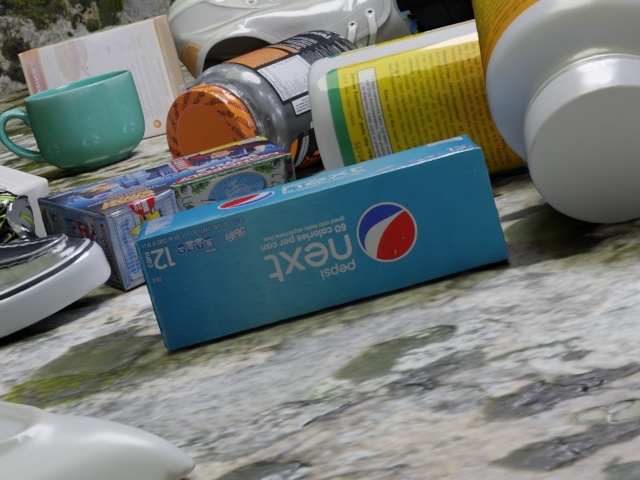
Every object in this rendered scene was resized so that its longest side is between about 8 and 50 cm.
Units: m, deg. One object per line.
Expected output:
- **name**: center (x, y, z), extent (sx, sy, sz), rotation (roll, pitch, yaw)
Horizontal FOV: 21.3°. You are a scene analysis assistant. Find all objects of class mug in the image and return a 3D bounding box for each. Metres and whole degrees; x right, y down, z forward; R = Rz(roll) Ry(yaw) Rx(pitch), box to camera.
- **mug**: center (-0.283, -0.134, 2.001), extent (0.157, 0.097, 0.129), rotation (-10, 12, 27)

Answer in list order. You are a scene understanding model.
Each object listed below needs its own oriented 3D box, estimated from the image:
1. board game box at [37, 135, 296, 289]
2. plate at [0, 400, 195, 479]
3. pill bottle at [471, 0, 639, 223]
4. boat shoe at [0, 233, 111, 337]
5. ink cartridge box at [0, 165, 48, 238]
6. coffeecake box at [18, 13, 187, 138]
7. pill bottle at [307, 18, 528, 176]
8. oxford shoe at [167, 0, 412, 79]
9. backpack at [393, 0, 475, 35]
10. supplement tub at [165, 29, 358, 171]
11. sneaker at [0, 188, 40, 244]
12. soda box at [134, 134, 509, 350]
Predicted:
- **board game box**: center (-0.115, -0.019, 1.303), extent (0.194, 0.060, 0.194), rotation (-16, 12, -7)
- **plate**: center (-0.242, 0.129, 0.777), extent (0.278, 0.045, 0.277), rotation (-24, 15, -36)
- **pill bottle**: center (0.169, -0.125, 1.078), extent (0.136, 0.136, 0.246), rotation (-13, 38, 10)
- **boat shoe**: center (-0.301, 0.032, 1.184), extent (0.301, 0.102, 0.108), rotation (-15, 11, 0)
- **ink cartridge box**: center (-0.338, -0.009, 1.448), extent (0.115, 0.067, 0.198), rotation (17, 25, 29)
- **coffeecake box**: center (-0.271, -0.194, 2.162), extent (0.185, 0.142, 0.068), rotation (-12, 11, 13)
- **pill bottle**: center (0.104, -0.101, 1.264), extent (0.208, 0.118, 0.117), rotation (-14, 11, 9)
- **oxford shoe**: center (0.018, -0.278, 2.278), extent (0.449, 0.169, 0.130), rotation (-9, 54, -6)
- **backpack**: center (0.237, -0.247, 1.452), extent (0.355, 0.290, 0.273), rotation (-22, 15, 14)
- **supplement tub**: center (-0.044, -0.115, 1.532), extent (0.117, 0.117, 0.190), rotation (-6, 15, 40)
- **sneaker**: center (-0.251, 0.001, 1.335), extent (0.067, 0.078, 0.188), rotation (-18, 12, -13)
- **soda box**: center (0.000, 0.000, 1.018), extent (0.210, 0.071, 0.067), rotation (-15, 10, 1)
